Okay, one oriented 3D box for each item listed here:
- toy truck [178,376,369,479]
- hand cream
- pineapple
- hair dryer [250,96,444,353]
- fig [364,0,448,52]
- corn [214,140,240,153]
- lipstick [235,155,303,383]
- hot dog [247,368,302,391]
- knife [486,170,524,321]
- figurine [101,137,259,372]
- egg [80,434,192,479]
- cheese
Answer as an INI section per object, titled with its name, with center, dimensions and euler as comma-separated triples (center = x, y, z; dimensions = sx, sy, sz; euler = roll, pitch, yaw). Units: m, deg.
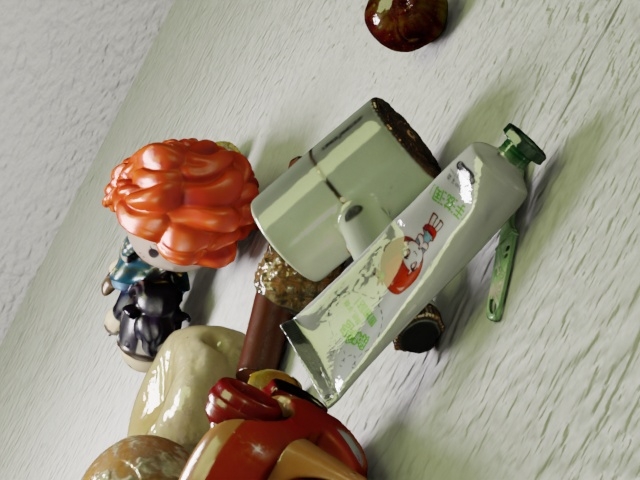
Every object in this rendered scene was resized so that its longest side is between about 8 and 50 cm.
[toy truck]
center = -0.026, 0.270, 1.571
dimensions = 0.189, 0.239, 0.265
euler = -62, -22, 5
[hand cream]
center = 0.095, 0.018, 1.584
dimensions = 0.336, 0.076, 0.121
euler = -46, 45, 14
[pineapple]
center = 0.000, 0.000, 1.936
dimensions = 0.197, 0.108, 0.108
euler = -57, 19, 1
[hair dryer]
center = 0.061, 0.011, 1.721
dimensions = 0.203, 0.128, 0.362
euler = -40, 38, 14
[fig]
center = 0.115, -0.296, 2.035
dimensions = 0.155, 0.109, 0.103
euler = -12, -73, -80
[corn]
center = -0.196, -0.117, 2.652
dimensions = 0.203, 0.072, 0.072
euler = -28, 39, 61
[lipstick]
center = -0.050, 0.036, 2.085
dimensions = 0.057, 0.057, 0.356
euler = -40, 30, 50
[hot dog]
center = -0.080, 0.284, 1.816
dimensions = 0.068, 0.083, 0.289
euler = 110, 175, -57
[knife]
center = 0.191, -0.007, 1.569
dimensions = 0.030, 0.014, 0.207
euler = -29, 39, 50
[figurine]
center = -0.241, 0.012, 2.407
dimensions = 0.306, 0.241, 0.411
euler = -80, 13, -61
[egg]
center = -0.215, 0.343, 1.911
dimensions = 0.195, 0.195, 0.233
euler = -48, 36, 40
[cheese]
center = -0.169, 0.223, 2.066
dimensions = 0.218, 0.117, 0.235
euler = 1, 70, 68
